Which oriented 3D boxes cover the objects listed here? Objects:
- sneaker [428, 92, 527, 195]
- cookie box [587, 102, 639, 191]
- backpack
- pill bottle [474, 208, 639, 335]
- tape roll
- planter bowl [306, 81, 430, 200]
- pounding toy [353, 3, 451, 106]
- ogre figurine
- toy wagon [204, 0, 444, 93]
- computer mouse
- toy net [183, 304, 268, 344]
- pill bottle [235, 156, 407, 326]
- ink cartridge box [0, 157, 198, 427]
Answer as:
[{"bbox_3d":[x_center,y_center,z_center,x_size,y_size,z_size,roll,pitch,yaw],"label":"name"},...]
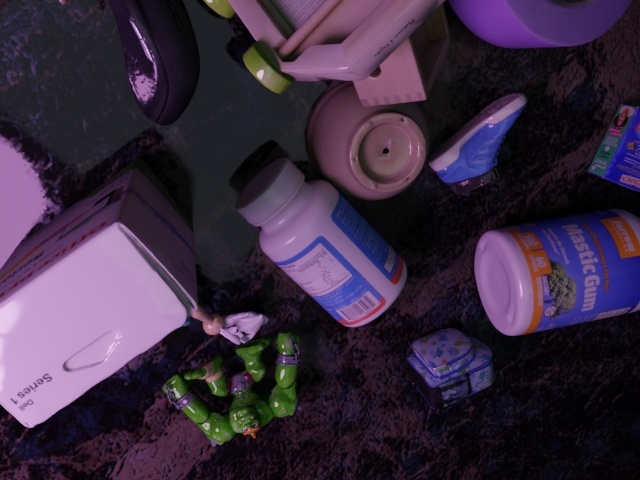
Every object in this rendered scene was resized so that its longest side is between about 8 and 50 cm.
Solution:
[{"bbox_3d":[0.229,-0.124,0.849,0.152,0.058,0.085,-40,106,8],"label":"sneaker"},{"bbox_3d":[0.455,-0.131,0.906,0.091,0.040,0.107,17,104,-17],"label":"cookie box"},{"bbox_3d":[0.195,0.183,0.926,0.114,0.105,0.084,-17,113,-11],"label":"backpack"},{"bbox_3d":[0.372,0.037,0.887,0.271,0.152,0.153,-10,111,-8],"label":"pill bottle"},{"bbox_3d":[0.260,-0.364,0.716,0.274,0.090,0.275,-9,107,-29],"label":"tape roll"},{"bbox_3d":[0.070,-0.120,0.791,0.161,0.109,0.162,-3,109,-10],"label":"planter bowl"},{"bbox_3d":[0.082,-0.292,0.723,0.094,0.206,0.181,0,137,30],"label":"pounding toy"},{"bbox_3d":[-0.108,0.211,0.882,0.196,0.097,0.118,-25,95,-19],"label":"ogre figurine"},{"bbox_3d":[-0.015,-0.328,0.637,0.267,0.345,0.068,-41,157,20],"label":"toy wagon"},{"bbox_3d":[-0.195,-0.242,0.654,0.060,0.184,0.262,1,113,23],"label":"computer mouse"},{"bbox_3d":[-0.180,0.120,0.830,0.232,0.122,0.045,9,65,-32],"label":"toy net"},{"bbox_3d":[0.000,0.000,0.811,0.124,0.124,0.221,-43,112,5],"label":"pill bottle"},{"bbox_3d":[-0.249,0.036,0.686,0.201,0.278,0.117,-35,113,1],"label":"ink cartridge box"}]
